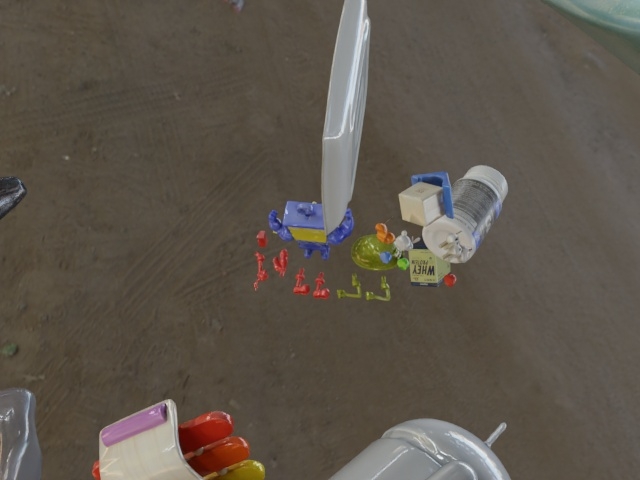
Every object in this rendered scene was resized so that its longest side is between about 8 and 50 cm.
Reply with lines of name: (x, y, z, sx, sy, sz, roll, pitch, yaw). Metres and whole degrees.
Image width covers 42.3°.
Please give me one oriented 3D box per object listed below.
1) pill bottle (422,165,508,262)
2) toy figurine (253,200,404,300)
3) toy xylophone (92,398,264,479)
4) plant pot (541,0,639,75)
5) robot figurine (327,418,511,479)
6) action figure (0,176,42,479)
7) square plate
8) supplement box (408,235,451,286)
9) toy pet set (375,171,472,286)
pill bottle: (0.205, -0.039, 1.149, 0.078, 0.078, 0.137, 37, 55, 3)
toy figurine: (0.000, 0.000, 1.907, 0.362, 0.217, 0.191, 7, 57, 14)
toy xylophone: (-0.171, 0.340, 1.058, 0.081, 0.236, 0.323, -93, 159, -50)
plant pot: (0.417, -0.271, 0.868, 0.247, 0.247, 0.252, 28, 25, -21)
robot figurine: (0.085, 0.340, 0.938, 0.353, 0.300, 0.200, -32, 71, -29)
action figure: (-0.300, 0.079, 0.426, 0.330, 0.341, 0.179, -8, 48, 16)
square plate: (0.048, -0.229, 1.482, 0.049, 0.344, 0.348, 7, 65, 4)
supplement box: (0.216, 0.039, 1.628, 0.056, 0.083, 0.083, 1, 15, 28)
toy pet set: (0.129, -0.021, 0.990, 0.065, 0.114, 0.122, -31, 33, -31)
